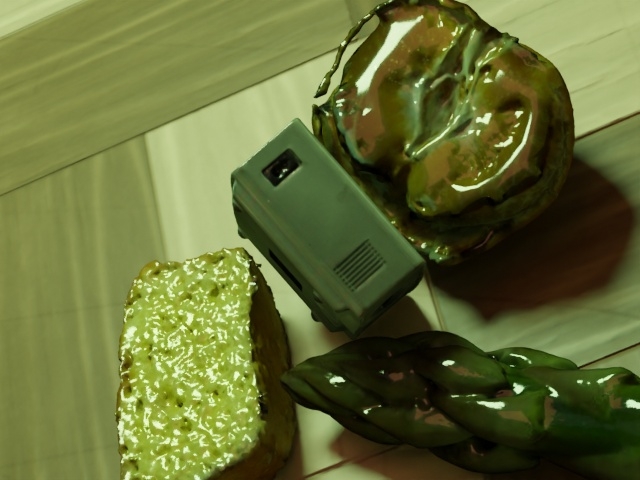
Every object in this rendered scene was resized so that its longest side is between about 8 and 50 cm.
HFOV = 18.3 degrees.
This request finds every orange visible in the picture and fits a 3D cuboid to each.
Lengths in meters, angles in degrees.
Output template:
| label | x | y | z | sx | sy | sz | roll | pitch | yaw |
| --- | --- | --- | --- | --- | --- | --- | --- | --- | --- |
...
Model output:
| label | x | y | z | sx | sy | sz | roll | pitch | yaw |
| --- | --- | --- | --- | --- | --- | --- | --- | --- | --- |
| orange | 0.080 | -0.067 | 1.220 | 0.160 | 0.112 | 0.170 | -7 | 85 | 16 |

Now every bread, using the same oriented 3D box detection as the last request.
| label | x | y | z | sx | sy | sz | roll | pitch | yaw |
| --- | --- | --- | --- | --- | --- | --- | --- | --- | --- |
| bread | -0.071 | 0.091 | 1.205 | 0.103 | 0.065 | 0.187 | -18 | 47 | 12 |

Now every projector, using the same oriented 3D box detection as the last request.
| label | x | y | z | sx | sy | sz | roll | pitch | yaw |
| --- | --- | --- | --- | --- | --- | --- | --- | --- | --- |
| projector | 0.000 | 0.000 | 1.159 | 0.061 | 0.147 | 0.115 | -42 | 85 | -6 |

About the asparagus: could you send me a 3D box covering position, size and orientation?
| label | x | y | z | sx | sy | sz | roll | pitch | yaw |
| --- | --- | --- | --- | --- | --- | --- | --- | --- | --- |
| asparagus | 0.101 | 0.092 | 1.108 | 0.287 | 0.080 | 0.080 | 4 | 56 | 31 |
